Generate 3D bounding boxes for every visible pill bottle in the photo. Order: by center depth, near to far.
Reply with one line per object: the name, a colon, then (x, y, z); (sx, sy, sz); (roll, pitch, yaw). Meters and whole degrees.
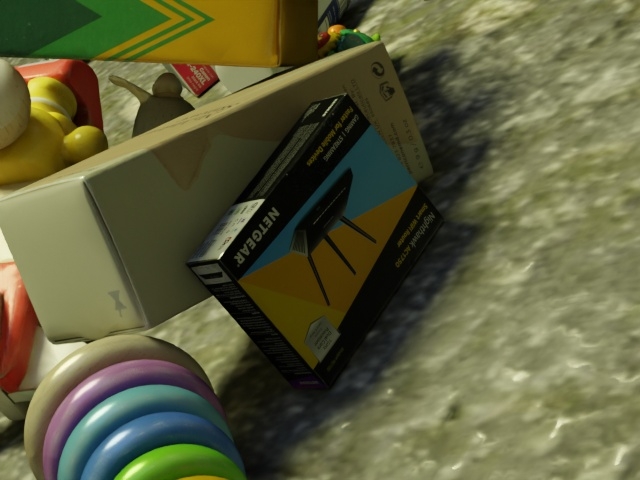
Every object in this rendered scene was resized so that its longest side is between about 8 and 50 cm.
pill bottle: (-0.040, -0.219, 1.812); (0.094, 0.094, 0.169); (-16, 32, 42)

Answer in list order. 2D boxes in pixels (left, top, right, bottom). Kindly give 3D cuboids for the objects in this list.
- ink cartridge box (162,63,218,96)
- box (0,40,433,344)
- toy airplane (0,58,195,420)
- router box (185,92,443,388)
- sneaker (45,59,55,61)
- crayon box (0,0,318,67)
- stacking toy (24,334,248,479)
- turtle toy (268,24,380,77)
ink cartridge box: (-0.111, -0.239, 1.990); (0.150, 0.063, 0.109); (-40, 23, -4)
box: (-0.078, -0.039, 1.376); (0.311, 0.121, 0.148); (-29, 11, -39)
toy airplane: (-0.284, -0.031, 1.599); (0.386, 0.272, 0.384); (-34, 40, -24)
router box: (0.000, 0.000, 1.310); (0.046, 0.133, 0.179); (-9, 38, 50)
sneaker: (-0.313, -0.342, 2.433); (0.147, 0.130, 0.330); (-21, 29, 6)
crayon box: (-0.122, -0.193, 1.545); (0.318, 0.081, 0.202); (3, 6, 10)
stacking toy: (-0.085, 0.180, 1.135); (0.141, 0.141, 0.330); (-41, 29, -5)
turtle toy: (0.003, -0.154, 1.666); (0.130, 0.066, 0.095); (-40, 23, -2)
